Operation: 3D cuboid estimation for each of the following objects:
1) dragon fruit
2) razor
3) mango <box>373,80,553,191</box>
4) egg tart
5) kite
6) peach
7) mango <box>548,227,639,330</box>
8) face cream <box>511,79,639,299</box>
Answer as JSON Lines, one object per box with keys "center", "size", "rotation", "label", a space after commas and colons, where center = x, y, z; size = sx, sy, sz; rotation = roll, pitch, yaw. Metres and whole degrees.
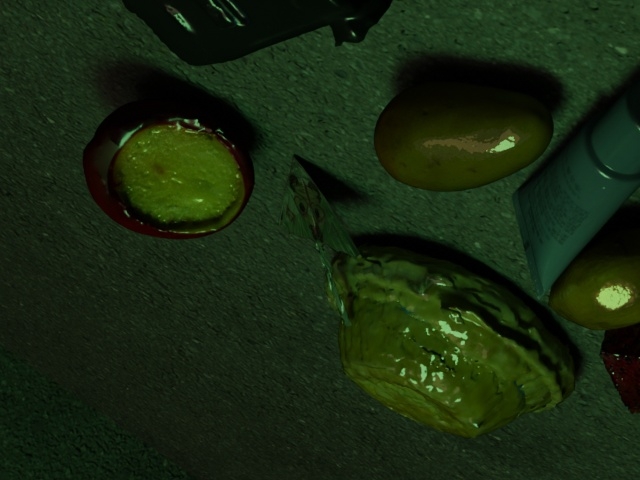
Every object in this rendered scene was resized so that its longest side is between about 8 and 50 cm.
{"center": [0.417, 0.136, 2.157], "size": [0.127, 0.120, 0.161], "rotation": [12, 146, 33], "label": "dragon fruit"}
{"center": [-0.074, -0.282, 1.909], "size": [0.327, 0.107, 0.189], "rotation": [-4, 139, 49], "label": "razor"}
{"center": [0.154, -0.119, 1.972], "size": [0.138, 0.113, 0.253], "rotation": [43, 150, -28], "label": "mango"}
{"center": [0.158, 0.156, 2.451], "size": [0.387, 0.169, 0.388], "rotation": [25, 160, 10], "label": "egg tart"}
{"center": [-0.001, 0.001, 2.363], "size": [0.229, 0.012, 0.250], "rotation": [18, 127, 62], "label": "kite"}
{"center": [-0.194, -0.091, 2.310], "size": [0.226, 0.190, 0.196], "rotation": [19, 146, 36], "label": "peach"}
{"center": [0.340, 0.048, 2.068], "size": [0.227, 0.147, 0.109], "rotation": [-27, 88, 60], "label": "mango"}
{"center": [0.292, -0.063, 1.952], "size": [0.086, 0.136, 0.385], "rotation": [-6, 159, -17], "label": "face cream"}
